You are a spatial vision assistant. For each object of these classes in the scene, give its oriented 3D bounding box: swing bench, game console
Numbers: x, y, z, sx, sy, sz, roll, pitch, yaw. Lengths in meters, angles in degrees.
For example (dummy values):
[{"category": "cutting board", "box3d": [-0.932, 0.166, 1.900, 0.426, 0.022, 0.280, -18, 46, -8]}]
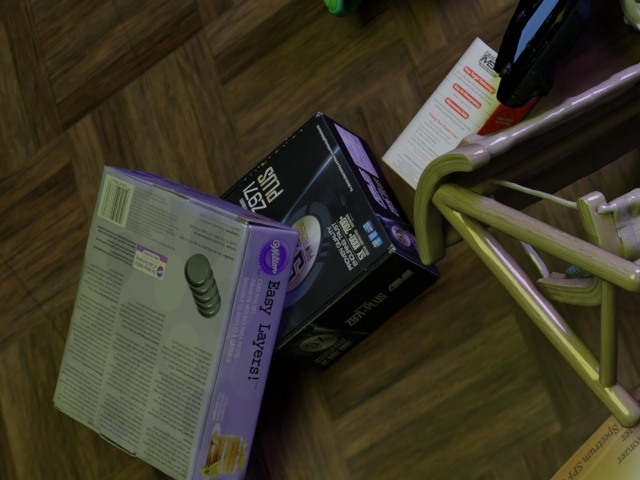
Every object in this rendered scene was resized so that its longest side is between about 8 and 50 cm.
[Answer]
[{"category": "swing bench", "box3d": [0.241, -0.036, 1.396, 0.253, 0.165, 0.254, -29, 47, -23]}, {"category": "game console", "box3d": [0.195, -0.209, 1.493, 0.044, 0.361, 0.213, 25, 113, 0]}]

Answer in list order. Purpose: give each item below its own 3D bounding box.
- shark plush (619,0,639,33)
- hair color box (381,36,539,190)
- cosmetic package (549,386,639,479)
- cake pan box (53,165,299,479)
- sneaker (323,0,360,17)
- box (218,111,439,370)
[{"category": "shark plush", "box3d": [0.291, -0.214, 1.583, 0.067, 0.073, 0.161, -10, 55, -1]}, {"category": "hair color box", "box3d": [0.127, -0.103, 1.663, 0.141, 0.043, 0.072, -52, 50, 9]}, {"category": "cosmetic package", "box3d": [0.298, 0.262, 1.329, 0.153, 0.129, 0.296, -49, 51, 8]}, {"category": "cake pan box", "box3d": [-0.143, 0.074, 1.711, 0.267, 0.070, 0.246, 19, 98, 51]}, {"category": "sneaker", "box3d": [0.115, -0.299, 1.732, 0.295, 0.109, 0.123, -25, 81, 24]}, {"category": "box", "box3d": [0.000, 0.000, 1.692, 0.147, 0.077, 0.180, -40, 53, 18]}]
